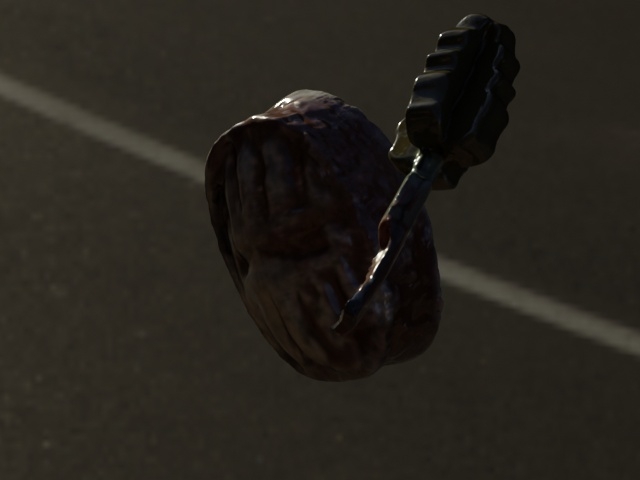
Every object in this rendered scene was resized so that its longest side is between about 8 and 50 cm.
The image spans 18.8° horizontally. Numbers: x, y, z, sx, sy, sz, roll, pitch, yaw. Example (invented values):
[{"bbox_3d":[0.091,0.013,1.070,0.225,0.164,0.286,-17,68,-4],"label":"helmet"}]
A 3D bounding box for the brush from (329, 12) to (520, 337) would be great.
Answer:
[{"bbox_3d":[0.070,-0.041,1.300,0.071,0.084,0.301,26,45,1],"label":"brush"}]

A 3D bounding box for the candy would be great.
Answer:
[{"bbox_3d":[0.000,0.000,1.881,0.157,0.289,0.214,-24,-3,-45],"label":"candy"}]
